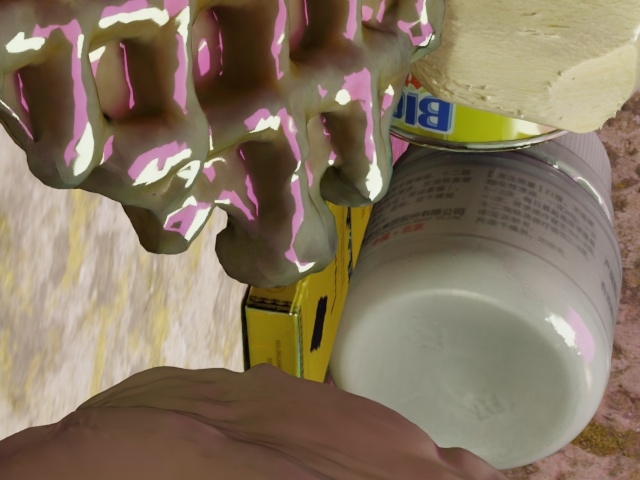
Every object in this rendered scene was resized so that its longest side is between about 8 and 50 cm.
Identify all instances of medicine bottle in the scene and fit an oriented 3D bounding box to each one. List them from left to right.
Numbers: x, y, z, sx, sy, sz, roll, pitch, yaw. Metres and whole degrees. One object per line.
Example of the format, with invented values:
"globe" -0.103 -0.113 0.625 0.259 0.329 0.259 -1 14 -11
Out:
"medicine bottle" 0.147 0.026 1.598 0.306 0.245 0.245 -69 166 -50

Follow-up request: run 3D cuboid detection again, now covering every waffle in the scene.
"waffle" -0.033 -0.150 0.541 0.292 0.056 0.309 40 57 -50

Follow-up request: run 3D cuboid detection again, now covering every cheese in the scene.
"cheese" -0.017 0.210 0.610 0.153 0.292 0.332 -35 127 -77

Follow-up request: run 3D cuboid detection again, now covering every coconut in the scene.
"coconut" 0.176 -0.206 1.333 0.245 0.247 0.245 14 90 -87

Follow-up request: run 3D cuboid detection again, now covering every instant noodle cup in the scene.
"instant noodle cup" 0.139 -0.185 1.552 0.205 0.205 0.153 -64 151 -62

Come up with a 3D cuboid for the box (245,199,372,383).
"box" 0.000 -0.001 1.294 0.153 0.041 0.279 90 13 -47
